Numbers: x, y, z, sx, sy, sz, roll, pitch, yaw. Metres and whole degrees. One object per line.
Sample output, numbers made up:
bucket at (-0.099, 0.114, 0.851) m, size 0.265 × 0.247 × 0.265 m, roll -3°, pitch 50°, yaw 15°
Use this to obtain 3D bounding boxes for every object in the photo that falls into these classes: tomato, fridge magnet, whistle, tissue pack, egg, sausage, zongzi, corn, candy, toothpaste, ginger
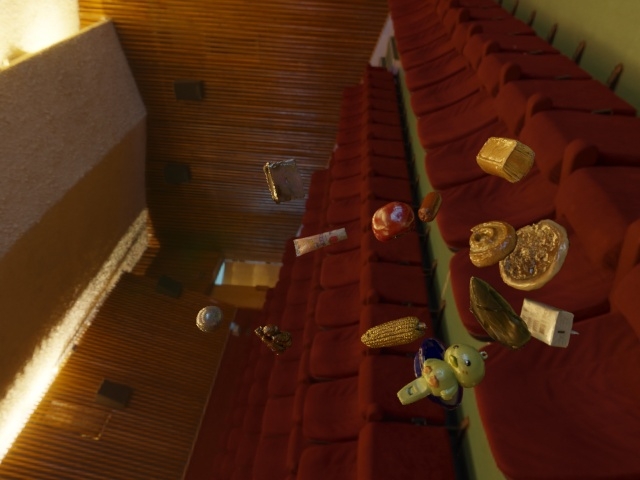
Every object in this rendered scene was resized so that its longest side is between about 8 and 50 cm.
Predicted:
tomato at (0.306, -0.081, 1.921) m, size 0.187 × 0.187 × 0.151 m, roll -52°, pitch -62°, yaw -85°
fridge magnet at (0.438, 0.491, 1.676) m, size 0.265 × 0.112 × 0.266 m, roll 35°, pitch -141°, yaw -34°
whistle at (0.372, 0.401, 1.366) m, size 0.141 × 0.294 × 0.141 m, roll 162°, pitch 90°, yaw -80°
tissue pack at (1.034, 0.371, 2.045) m, size 0.229 × 0.145 × 0.159 m, roll -151°, pitch 70°, yaw -76°
egg at (-0.437, 0.312, 1.801) m, size 0.135 × 0.103 × 0.103 m, roll -31°, pitch -54°, yaw -81°
sausage at (0.458, -0.138, 1.888) m, size 0.197 × 0.076 × 0.076 m, roll -52°, pitch -29°, yaw -50°
zongzi at (0.631, 0.258, 1.603) m, size 0.251 × 0.125 × 0.274 m, roll 51°, pitch 178°, yaw 36°
corn at (0.343, 0.434, 2.114) m, size 0.119 × 0.321 × 0.119 m, roll 42°, pitch -144°, yaw -41°
candy at (-0.160, -0.261, 1.971) m, size 0.185 × 0.137 × 0.195 m, roll -161°, pitch 55°, yaw -75°
toothpaste at (0.000, 0.000, 1.644) m, size 0.043 × 0.194 × 0.067 m, roll 57°, pitch -163°, yaw -65°
ginger at (-0.177, 0.387, 1.785) m, size 0.162 × 0.103 × 0.073 m, roll 42°, pitch -153°, yaw -25°

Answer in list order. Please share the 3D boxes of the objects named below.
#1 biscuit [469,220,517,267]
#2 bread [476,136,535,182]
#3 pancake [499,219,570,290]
biscuit at (0.797, -0.002, 2.096) m, size 0.091 × 0.213 × 0.274 m, roll 56°, pitch -150°, yaw -23°
bread at (0.757, -0.339, 1.872) m, size 0.153 × 0.119 × 0.288 m, roll -58°, pitch 14°, yaw 11°
pancake at (1.004, 0.063, 2.155) m, size 0.382 × 0.071 × 0.382 m, roll -48°, pitch 22°, yaw 27°
